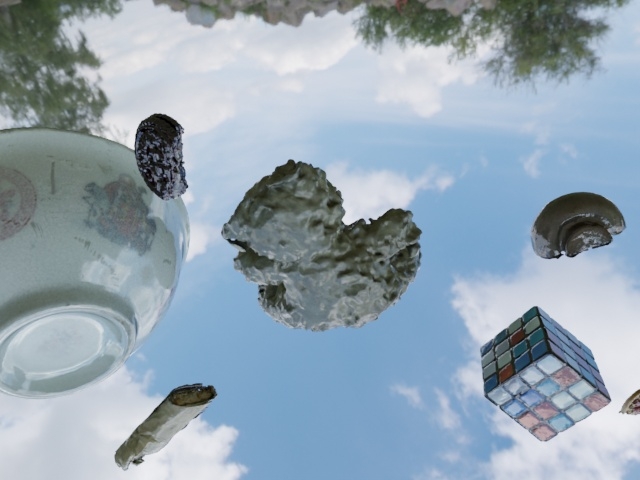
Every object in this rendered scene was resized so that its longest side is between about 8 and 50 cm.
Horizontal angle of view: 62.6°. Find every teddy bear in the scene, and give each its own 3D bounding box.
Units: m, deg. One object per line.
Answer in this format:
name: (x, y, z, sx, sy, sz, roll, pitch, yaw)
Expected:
teddy bear: (0.000, 0.000, 0.952, 0.356, 0.368, 0.225, -16, -146, 9)

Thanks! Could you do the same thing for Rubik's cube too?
Rubik's cube: (0.410, 0.247, 0.985, 0.154, 0.155, 0.151, -47, -170, 27)

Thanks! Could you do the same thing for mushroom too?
mushroom: (0.536, -0.040, 1.124, 0.188, 0.117, 0.141, -27, -176, 15)

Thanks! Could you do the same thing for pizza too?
pizza: (0.752, 0.370, 1.213, 0.100, 0.099, 0.029, 0, -152, 1)

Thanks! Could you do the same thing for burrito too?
burrito: (-0.206, 0.242, 0.695, 0.149, 0.055, 0.041, -42, -125, -5)

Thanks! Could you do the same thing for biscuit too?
biscuit: (-0.161, -0.086, 0.543, 0.089, 0.087, 0.027, -15, -167, 46)

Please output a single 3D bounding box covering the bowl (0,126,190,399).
bowl: (-0.367, 0.083, 0.720, 0.434, 0.435, 0.196, -24, -131, -12)
